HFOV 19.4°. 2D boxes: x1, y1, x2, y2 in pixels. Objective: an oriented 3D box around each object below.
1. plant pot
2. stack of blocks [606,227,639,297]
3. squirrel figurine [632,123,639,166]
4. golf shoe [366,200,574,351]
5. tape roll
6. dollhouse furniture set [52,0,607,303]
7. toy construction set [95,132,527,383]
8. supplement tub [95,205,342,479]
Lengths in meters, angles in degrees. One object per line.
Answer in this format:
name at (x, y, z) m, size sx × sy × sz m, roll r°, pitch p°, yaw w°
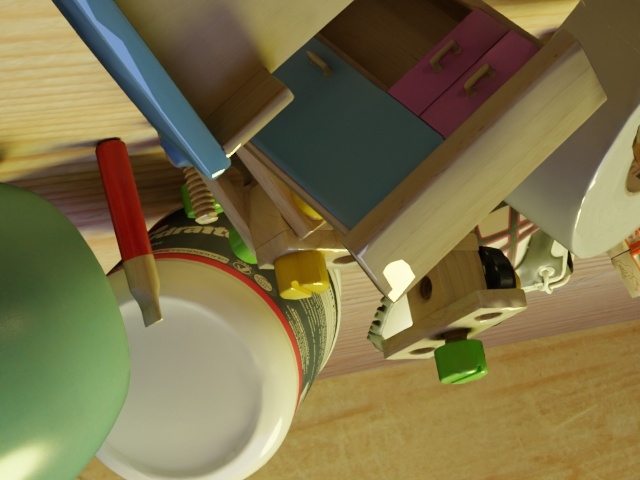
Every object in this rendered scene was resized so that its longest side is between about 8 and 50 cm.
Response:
plant pot at (-0.278, 0.087, 1.315) m, size 0.235 × 0.293 × 0.293 m, roll -25°, pitch 178°, yaw -32°
stack of blocks at (0.407, -0.056, 1.778) m, size 0.297 × 0.087 × 0.171 m, roll -29°, pitch 176°, yaw -19°
squirrel figurine at (0.333, -0.101, 0.895) m, size 0.370 × 0.281 × 0.397 m, roll -47°, pitch -166°, yaw 8°
golf shoe at (0.157, 0.016, 1.680) m, size 0.273 × 0.120 × 0.105 m, roll -46°, pitch 169°, yaw 6°
tape roll at (0.207, -0.095, 1.208) m, size 0.219 × 0.072 × 0.219 m, roll -43°, pitch 159°, yaw -21°
dollhouse furniture set at (0.002, -0.176, 0.791) m, size 0.286 × 0.198 × 0.303 m, roll -44°, pitch 141°, yaw -5°
toy construction set at (0.000, 0.000, 1.300) m, size 0.309 × 0.237 × 0.257 m, roll -19°, pitch 170°, yaw 29°
supplement tub at (-0.089, 0.074, 1.537) m, size 0.191 × 0.191 × 0.272 m, roll -17°, pitch -167°, yaw 16°
